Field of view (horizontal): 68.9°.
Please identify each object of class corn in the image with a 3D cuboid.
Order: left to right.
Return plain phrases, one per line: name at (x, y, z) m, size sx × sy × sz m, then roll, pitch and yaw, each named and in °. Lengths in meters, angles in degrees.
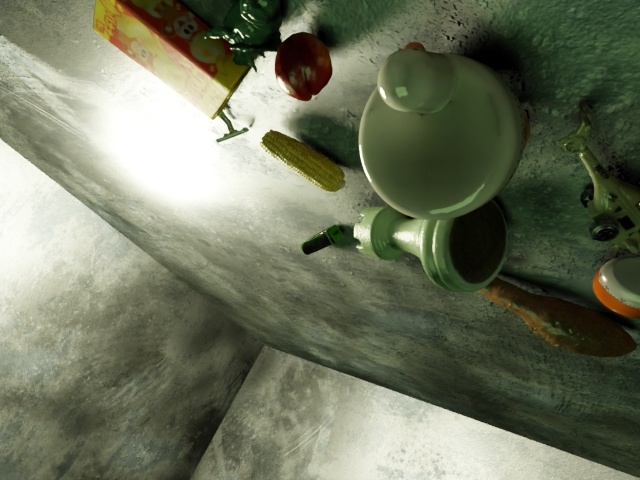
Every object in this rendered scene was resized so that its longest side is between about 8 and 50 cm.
corn at (-0.036, -0.172, 1.017) m, size 0.207 × 0.067 × 0.067 m, roll 30°, pitch 157°, yaw -4°

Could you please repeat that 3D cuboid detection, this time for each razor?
razor at (-0.247, -0.311, 1.024) m, size 0.084 × 0.035 × 0.211 m, roll -14°, pitch 131°, yaw 25°

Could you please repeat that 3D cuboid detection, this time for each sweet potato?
sweet potato at (0.510, 0.168, 1.051) m, size 0.386 × 0.109 × 0.109 m, roll 24°, pitch 156°, yaw 11°

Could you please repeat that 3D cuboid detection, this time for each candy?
candy at (-0.276, -0.363, 0.872) m, size 0.276 × 0.088 × 0.146 m, roll 36°, pitch 154°, yaw -16°

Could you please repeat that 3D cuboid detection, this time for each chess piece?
chess piece at (0.204, -0.008, 0.965) m, size 0.194 × 0.194 × 0.299 m, roll 43°, pitch 161°, yaw -30°

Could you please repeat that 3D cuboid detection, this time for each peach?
peach at (-0.031, -0.283, 0.756) m, size 0.101 × 0.100 × 0.100 m, roll 24°, pitch 156°, yaw 11°

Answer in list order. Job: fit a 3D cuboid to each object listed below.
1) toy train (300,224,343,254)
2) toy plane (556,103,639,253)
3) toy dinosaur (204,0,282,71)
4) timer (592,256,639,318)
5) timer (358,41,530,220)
toy train at (0.000, 0.000, 1.357) m, size 0.044 × 0.042 × 0.209 m, roll 56°, pitch 154°, yaw -4°
toy plane at (0.429, -0.074, 0.687) m, size 0.286 × 0.092 × 0.108 m, roll 39°, pitch 133°, yaw -23°
toy dinosaur at (-0.115, -0.365, 0.705) m, size 0.120 × 0.079 × 0.292 m, roll 22°, pitch 159°, yaw 2°
timer at (0.565, 0.094, 0.847) m, size 0.136 × 0.099 × 0.136 m, roll 34°, pitch 156°, yaw 18°
timer at (0.156, -0.143, 0.650) m, size 0.234 × 0.240 × 0.233 m, roll 11°, pitch 108°, yaw 35°
